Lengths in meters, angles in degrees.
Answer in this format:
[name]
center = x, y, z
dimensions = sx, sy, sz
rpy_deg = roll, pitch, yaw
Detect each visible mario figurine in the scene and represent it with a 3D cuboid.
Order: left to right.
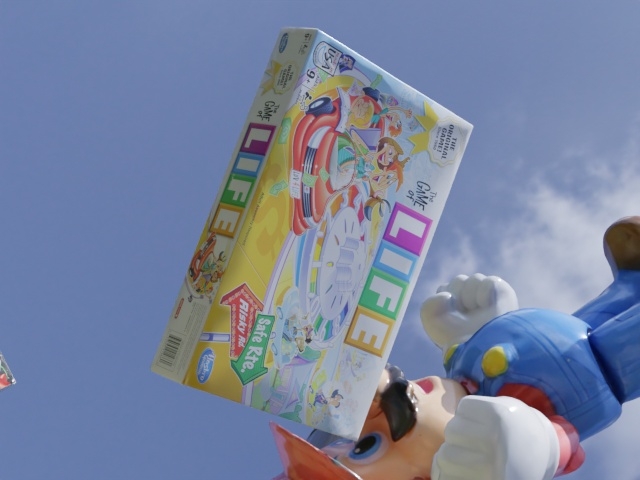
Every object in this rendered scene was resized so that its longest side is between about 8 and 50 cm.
[mario figurine]
center = 0.090, 0.069, 0.667
dimensions = 0.170, 0.320, 0.198
rpy_deg = 48, -21, 25

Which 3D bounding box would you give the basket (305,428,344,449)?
[basket]
center = 0.004, 0.280, 0.992
dimensions = 0.154, 0.227, 0.204
rpy_deg = 14, -62, 18

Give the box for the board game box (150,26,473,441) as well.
[board game box]
center = 0.000, 0.000, 0.531
dimensions = 0.026, 0.103, 0.154
rpy_deg = 14, -98, 50

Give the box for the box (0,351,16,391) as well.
[box]
center = -0.246, 0.041, 0.706
dimensions = 0.027, 0.094, 0.137
rpy_deg = -31, -95, 36
